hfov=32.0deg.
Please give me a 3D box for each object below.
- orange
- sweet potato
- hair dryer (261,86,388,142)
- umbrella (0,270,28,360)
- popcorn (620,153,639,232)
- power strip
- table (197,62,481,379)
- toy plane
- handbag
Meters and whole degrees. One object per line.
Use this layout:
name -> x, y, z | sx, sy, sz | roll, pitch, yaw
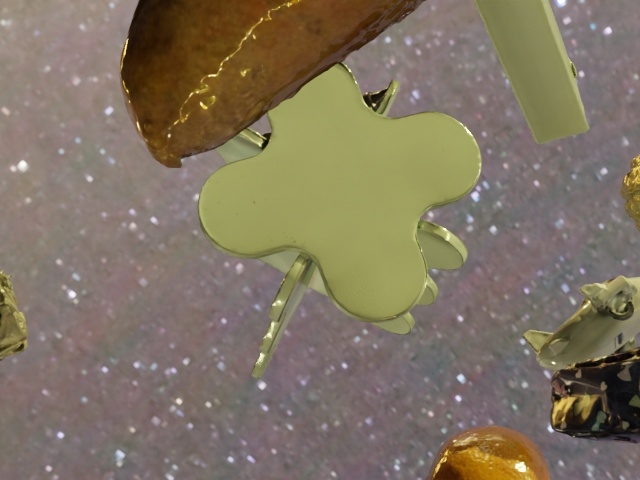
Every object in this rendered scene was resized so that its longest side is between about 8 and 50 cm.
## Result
orange -> 0.226, 0.366, 1.556 | 0.170, 0.224, 0.224 | 17, -120, 11
sweet potato -> 0.060, -0.160, 0.361 | 0.092, 0.114, 0.341 | 47, -70, 17
hair dryer -> 0.005, -0.121, 1.459 | 0.248, 0.070, 0.114 | -29, -143, 30
umbrella -> -0.518, 0.144, 1.309 | 0.358, 0.106, 0.113 | -26, -135, -8
popcorn -> 0.572, -0.076, 1.654 | 0.237, 0.206, 0.251 | -36, -159, 39
power strip -> 0.161, -0.225, 0.975 | 0.062, 0.385, 0.091 | -18, -127, 17
table -> 0.000, 0.000, 0.714 | 0.166, 0.166, 0.198 | -58, 176, -21
toy plane -> 0.334, 0.100, 1.349 | 0.174, 0.174, 0.080 | -38, -125, 4
handbag -> 0.373, 0.165, 1.189 | 0.260, 0.162, 0.113 | -24, -122, 56
